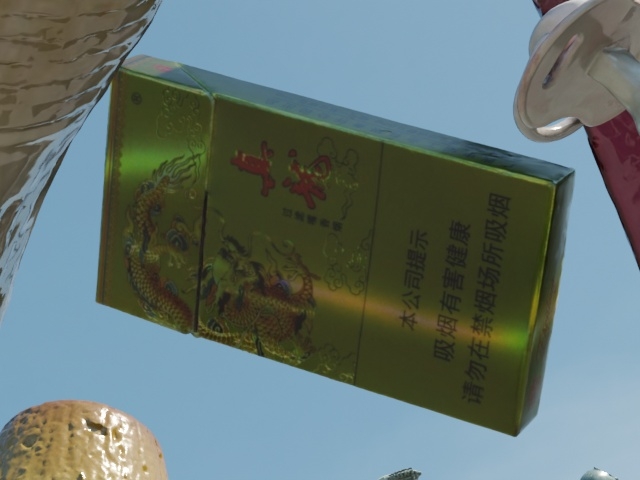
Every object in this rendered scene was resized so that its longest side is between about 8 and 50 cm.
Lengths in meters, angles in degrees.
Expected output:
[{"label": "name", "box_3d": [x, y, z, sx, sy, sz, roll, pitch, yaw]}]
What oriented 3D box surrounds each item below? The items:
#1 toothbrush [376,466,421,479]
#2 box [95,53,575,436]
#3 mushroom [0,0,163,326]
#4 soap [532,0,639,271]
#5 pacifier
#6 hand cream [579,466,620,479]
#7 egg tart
[{"label": "toothbrush", "box_3d": [-0.023, 0.205, 1.468, 0.220, 0.016, 0.019, -15, -11, -20]}, {"label": "box", "box_3d": [0.000, 0.000, 1.255, 0.311, 0.043, 0.173, 17, -65, 23]}, {"label": "mushroom", "box_3d": [-0.108, -0.015, 0.502, 0.123, 0.095, 0.351, 11, -46, -11]}, {"label": "soap", "box_3d": [0.288, -0.048, 1.134, 0.233, 0.128, 0.359, -15, -62, 19]}, {"label": "pacifier", "box_3d": [0.124, -0.061, 0.813, 0.099, 0.078, 0.081, -8, -46, -49]}, {"label": "hand cream", "box_3d": [0.243, 0.306, 1.926, 0.046, 0.175, 0.095, 23, -8, 37]}, {"label": "egg tart", "box_3d": [-0.212, 0.238, 1.711, 0.203, 0.147, 0.202, 2, -44, 2]}]
